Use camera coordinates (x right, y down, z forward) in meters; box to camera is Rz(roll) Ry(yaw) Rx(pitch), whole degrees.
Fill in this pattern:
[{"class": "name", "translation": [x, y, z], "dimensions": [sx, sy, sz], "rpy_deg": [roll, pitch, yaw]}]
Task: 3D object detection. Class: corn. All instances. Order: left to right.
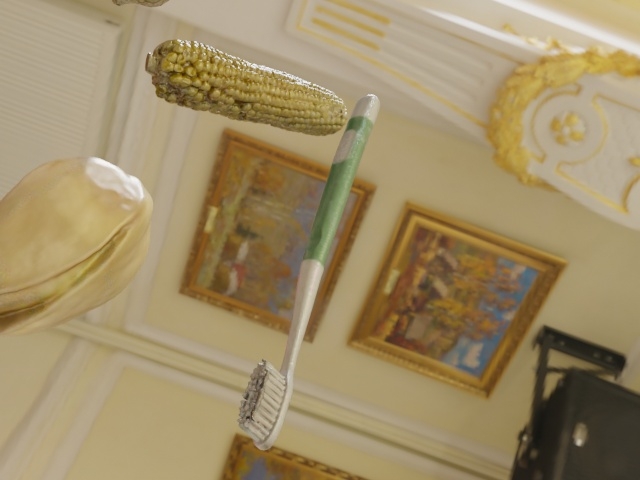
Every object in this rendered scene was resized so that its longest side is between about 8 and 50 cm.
[{"class": "corn", "translation": [-0.106, -0.218, 1.261], "dimensions": [0.097, 0.319, 0.097], "rpy_deg": [-29, -125, 54]}]

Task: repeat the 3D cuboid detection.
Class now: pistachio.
[{"class": "pistachio", "translation": [-0.393, 0.012, 1.275], "dimensions": [0.321, 0.229, 0.238], "rpy_deg": [-36, -152, -17]}]

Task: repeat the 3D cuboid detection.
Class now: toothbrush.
[{"class": "toothbrush", "translation": [0.000, 0.000, 0.485], "dimensions": [0.018, 0.024, 0.257], "rpy_deg": [-15, -141, 35]}]

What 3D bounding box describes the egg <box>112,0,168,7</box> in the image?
[{"class": "egg", "translation": [-0.178, -0.360, 0.799], "dimensions": [0.279, 0.310, 0.279], "rpy_deg": [12, 90, -77]}]
